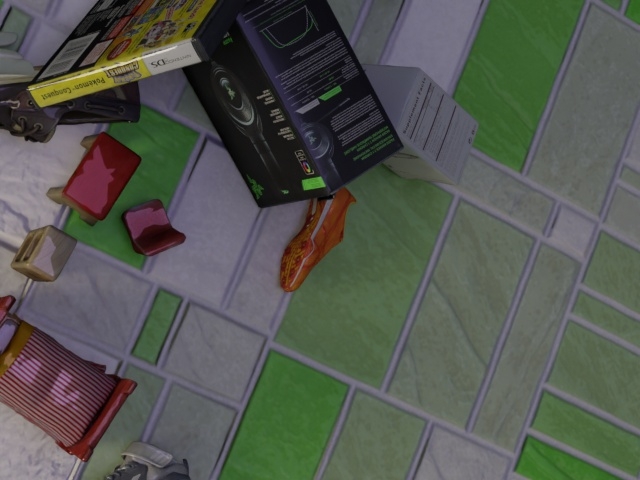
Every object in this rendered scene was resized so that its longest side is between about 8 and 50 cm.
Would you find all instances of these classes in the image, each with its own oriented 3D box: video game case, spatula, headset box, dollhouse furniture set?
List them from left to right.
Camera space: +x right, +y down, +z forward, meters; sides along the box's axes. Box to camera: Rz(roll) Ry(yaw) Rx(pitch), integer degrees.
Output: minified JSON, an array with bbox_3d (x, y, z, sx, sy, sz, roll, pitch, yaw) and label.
[{"bbox_3d":[-0.482,-0.230,1.677,0.242,0.168,0.019,-2,121,-21],"label":"spatula"},{"bbox_3d":[-0.296,0.064,1.741,0.201,0.152,0.374,35,74,-19],"label":"dollhouse furniture set"},{"bbox_3d":[-0.204,-0.271,1.691,0.035,0.248,0.275,63,30,-28],"label":"video game case"},{"bbox_3d":[-0.046,-0.184,1.816,0.131,0.246,0.283,-33,102,-23],"label":"headset box"}]

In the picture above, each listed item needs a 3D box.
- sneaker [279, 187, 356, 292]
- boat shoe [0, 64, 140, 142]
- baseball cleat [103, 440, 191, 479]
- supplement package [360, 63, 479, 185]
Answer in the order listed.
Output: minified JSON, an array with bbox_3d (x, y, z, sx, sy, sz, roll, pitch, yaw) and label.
[{"bbox_3d":[0.000,0.000,1.928,0.067,0.064,0.175,36,77,-29],"label":"sneaker"},{"bbox_3d":[-0.360,-0.171,1.754,0.285,0.103,0.092,-13,88,-30],"label":"boat shoe"},{"bbox_3d":[-0.270,0.322,1.796,0.206,0.072,0.109,-1,74,-29],"label":"baseball cleat"},{"bbox_3d":[0.126,-0.162,1.930,0.179,0.105,0.105,33,73,-48],"label":"supplement package"}]
